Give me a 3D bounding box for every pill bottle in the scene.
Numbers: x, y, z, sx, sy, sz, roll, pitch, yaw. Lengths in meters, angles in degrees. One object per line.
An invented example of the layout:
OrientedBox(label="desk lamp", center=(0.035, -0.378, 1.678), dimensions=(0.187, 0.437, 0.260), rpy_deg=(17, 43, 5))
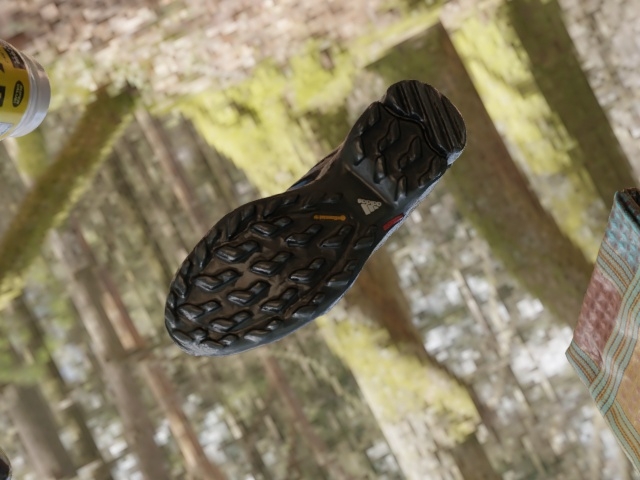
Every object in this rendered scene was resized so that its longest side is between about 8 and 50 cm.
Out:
OrientedBox(label="pill bottle", center=(-0.382, -0.164, 1.654), dimensions=(0.119, 0.119, 0.208), rpy_deg=(-27, 172, 18))

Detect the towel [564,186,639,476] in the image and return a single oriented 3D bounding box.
OrientedBox(label="towel", center=(0.345, 0.164, 1.452), dimensions=(0.040, 0.370, 0.271), rpy_deg=(-13, 139, -19))

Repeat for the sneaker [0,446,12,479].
OrientedBox(label="sneaker", center=(-0.387, 0.121, 1.459), dimensions=(0.127, 0.321, 0.126), rpy_deg=(-47, -152, -4))

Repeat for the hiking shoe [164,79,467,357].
OrientedBox(label="hiking shoe", center=(0.000, 0.000, 1.289), dimensions=(0.304, 0.113, 0.132), rpy_deg=(-39, 170, -15))
